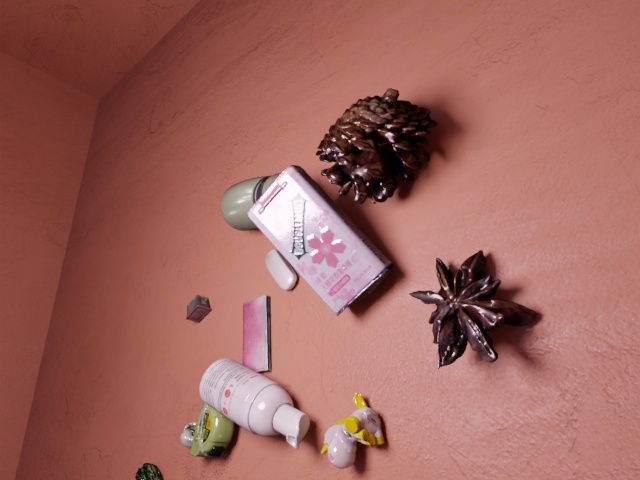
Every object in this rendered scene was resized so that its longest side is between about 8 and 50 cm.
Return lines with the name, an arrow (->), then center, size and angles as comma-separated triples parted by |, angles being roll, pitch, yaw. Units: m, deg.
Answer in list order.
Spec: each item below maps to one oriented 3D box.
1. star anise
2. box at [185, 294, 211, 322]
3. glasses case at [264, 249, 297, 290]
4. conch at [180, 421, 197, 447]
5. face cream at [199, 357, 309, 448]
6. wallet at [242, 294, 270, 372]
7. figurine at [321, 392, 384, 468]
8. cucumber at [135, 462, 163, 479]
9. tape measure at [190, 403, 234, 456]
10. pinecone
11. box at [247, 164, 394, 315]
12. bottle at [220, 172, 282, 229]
star anise -> 0.294, 0.141, 0.913 | 0.212, 0.129, 0.283 | -42, 41, 16
box -> -0.446, 0.247, 1.605 | 0.085, 0.060, 0.063 | -45, 44, 22
glasses case -> -0.125, 0.090, 1.375 | 0.063, 0.041, 0.164 | -53, 46, 12
conch -> -0.403, 0.626, 1.416 | 0.085, 0.057, 0.076 | 7, 58, 15
face cream -> -0.163, 0.447, 1.198 | 0.369, 0.145, 0.145 | 12, 82, 39
wallet -> -0.202, 0.296, 1.378 | 0.119, 0.025, 0.232 | -22, 60, 35
figurine -> 0.065, 0.456, 1.031 | 0.178, 0.109, 0.130 | -51, 20, 16
cucumber -> -0.516, 0.841, 1.409 | 0.359, 0.096, 0.096 | 27, 93, 45
tape measure -> -0.319, 0.567, 1.336 | 0.154, 0.087, 0.177 | -18, 60, 51
pinecone -> 0.135, -0.226, 1.106 | 0.242, 0.298, 0.296 | 43, 122, -2
box -> 0.000, 0.000, 1.136 | 0.190, 0.112, 0.370 | -45, 82, 20
bottle -> -0.174, -0.123, 1.376 | 0.347, 0.168, 0.168 | -6, 70, 54
